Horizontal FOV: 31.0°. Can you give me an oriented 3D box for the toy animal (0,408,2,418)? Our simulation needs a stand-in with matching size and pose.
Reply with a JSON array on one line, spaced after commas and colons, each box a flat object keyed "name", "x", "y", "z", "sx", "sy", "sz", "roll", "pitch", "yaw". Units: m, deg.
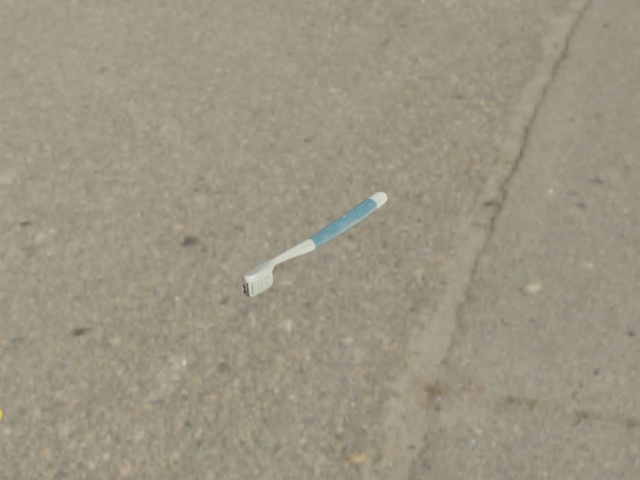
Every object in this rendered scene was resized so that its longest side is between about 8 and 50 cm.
[{"name": "toy animal", "x": -0.404, "y": 0.120, "z": 1.074, "sx": 0.156, "sy": 0.230, "sz": 0.156, "roll": -21, "pitch": 43, "yaw": 21}]

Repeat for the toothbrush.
[{"name": "toothbrush", "x": 0.000, "y": 0.000, "z": 1.228, "sx": 0.019, "sy": 0.025, "sz": 0.275, "roll": 7, "pitch": 23, "yaw": 32}]
